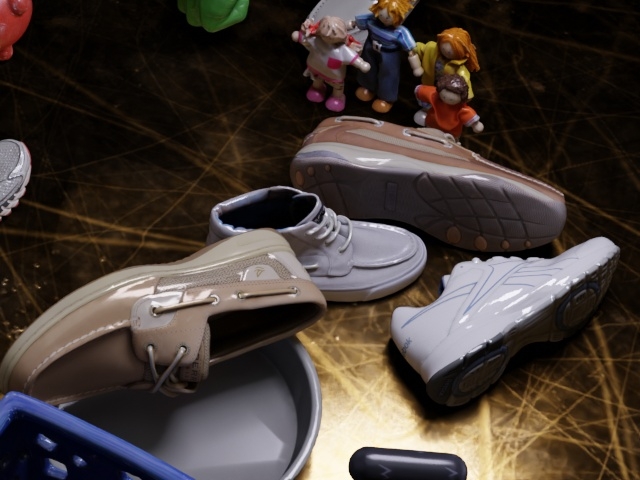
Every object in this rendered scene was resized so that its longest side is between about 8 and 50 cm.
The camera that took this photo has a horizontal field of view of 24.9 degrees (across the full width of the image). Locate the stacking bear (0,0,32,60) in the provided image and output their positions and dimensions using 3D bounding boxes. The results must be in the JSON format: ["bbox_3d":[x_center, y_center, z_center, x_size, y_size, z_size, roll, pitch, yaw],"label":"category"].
[{"bbox_3d":[-0.484,-0.340,1.804,0.289,0.175,0.164,35,34,6],"label":"stacking bear"}]

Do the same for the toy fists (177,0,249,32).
[{"bbox_3d":[-0.147,-0.393,1.899,0.096,0.142,0.279,2,50,-24],"label":"toy fists"}]

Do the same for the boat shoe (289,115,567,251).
[{"bbox_3d":[0.132,-0.080,1.694,0.324,0.123,0.116,15,49,3],"label":"boat shoe"}]

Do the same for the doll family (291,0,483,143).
[{"bbox_3d":[0.101,-0.219,1.771,0.263,0.163,0.118,28,53,15],"label":"doll family"}]

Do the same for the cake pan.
[{"bbox_3d":[-0.146,0.175,1.493,0.293,0.054,0.293,3,51,-4],"label":"cake pan"}]

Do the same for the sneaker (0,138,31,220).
[{"bbox_3d":[-0.420,-0.053,1.617,0.225,0.092,0.088,-33,62,-30],"label":"sneaker"}]

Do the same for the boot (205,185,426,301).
[{"bbox_3d":[0.000,0.000,1.607,0.258,0.123,0.095,-7,52,-12],"label":"boot"}]

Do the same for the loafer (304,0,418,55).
[{"bbox_3d":[0.089,-0.347,1.906,0.112,0.111,0.319,32,54,18],"label":"loafer"}]

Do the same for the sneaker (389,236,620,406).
[{"bbox_3d":[0.207,0.060,1.600,0.297,0.111,0.129,-26,53,-26],"label":"sneaker"}]

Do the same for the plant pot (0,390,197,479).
[{"bbox_3d":[-0.220,0.308,1.261,0.236,0.212,0.236,24,62,12],"label":"plant pot"}]

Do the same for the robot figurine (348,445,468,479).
[{"bbox_3d":[0.073,0.318,1.327,0.278,0.173,0.209,8,51,-1],"label":"robot figurine"}]

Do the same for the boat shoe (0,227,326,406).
[{"bbox_3d":[-0.151,0.092,1.445,0.341,0.121,0.110,-24,57,-26],"label":"boat shoe"}]
